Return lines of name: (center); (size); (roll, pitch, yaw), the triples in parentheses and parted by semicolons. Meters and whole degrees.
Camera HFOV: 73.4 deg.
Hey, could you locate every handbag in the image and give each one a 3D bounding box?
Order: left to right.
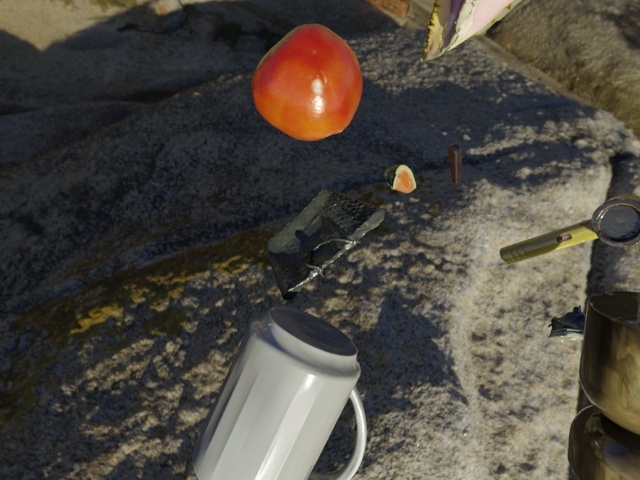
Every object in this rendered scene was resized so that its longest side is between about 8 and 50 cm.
handbag: (0.000, 0.000, 0.916); (0.270, 0.088, 0.175); (-42, 35, -1)

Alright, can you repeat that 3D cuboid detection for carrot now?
carrot: (0.318, -0.182, 1.009); (0.032, 0.093, 0.032); (-9, 17, 3)

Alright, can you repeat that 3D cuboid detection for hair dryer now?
hair dryer: (0.512, -0.012, 0.880); (0.135, 0.279, 0.090); (-16, 83, -51)

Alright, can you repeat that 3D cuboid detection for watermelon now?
watermelon: (0.318, -0.244, 1.717); (0.245, 0.063, 0.119); (-11, 85, -58)

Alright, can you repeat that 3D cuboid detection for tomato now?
tomato: (-0.021, -0.352, 0.951); (0.260, 0.180, 0.259); (1, 73, -4)

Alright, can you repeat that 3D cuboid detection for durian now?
durian: (0.252, -0.394, 0.576); (0.196, 0.305, 0.185); (-17, 67, -8)

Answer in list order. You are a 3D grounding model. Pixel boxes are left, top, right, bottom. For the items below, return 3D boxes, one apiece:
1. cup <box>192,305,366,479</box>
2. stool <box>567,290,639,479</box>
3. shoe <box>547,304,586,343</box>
cup: (-0.044, 0.336, 0.856); (0.323, 0.237, 0.326); (25, 95, -5)
stool: (0.468, 0.222, 0.613); (0.179, 0.264, 0.179); (1, 12, 0)
shoe: (0.716, 0.226, 1.187); (0.071, 0.169, 0.099); (36, 49, -39)
